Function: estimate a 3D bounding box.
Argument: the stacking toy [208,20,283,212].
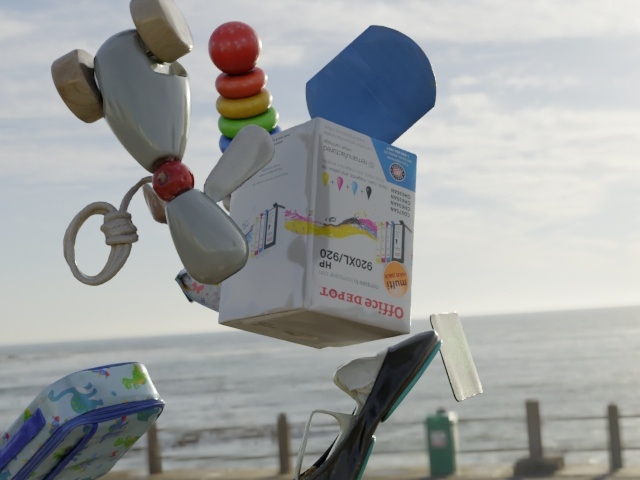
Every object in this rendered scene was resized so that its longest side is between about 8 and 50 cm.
[{"bbox_3d":[-0.128,-0.210,1.862,0.141,0.330,0.141,-8,28,4],"label":"stacking toy"}]

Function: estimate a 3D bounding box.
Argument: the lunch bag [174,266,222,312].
[{"bbox_3d":[-0.158,0.064,1.513,0.083,0.053,0.071,26,8,-1],"label":"lunch bag"}]

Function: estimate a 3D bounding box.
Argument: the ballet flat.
[{"bbox_3d":[0.043,0.209,1.313,0.096,0.280,0.095,32,-15,0],"label":"ballet flat"}]

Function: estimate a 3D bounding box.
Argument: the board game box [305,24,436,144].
[{"bbox_3d":[0.066,-0.191,1.414,0.169,0.133,0.033,-42,9,5],"label":"board game box"}]

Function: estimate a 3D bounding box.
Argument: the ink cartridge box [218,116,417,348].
[{"bbox_3d":[0.000,0.000,1.328,0.171,0.232,0.168,17,-21,-38],"label":"ink cartridge box"}]

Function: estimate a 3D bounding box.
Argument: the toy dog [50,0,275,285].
[{"bbox_3d":[-0.166,-0.107,1.221,0.220,0.333,0.161,-9,-7,20],"label":"toy dog"}]

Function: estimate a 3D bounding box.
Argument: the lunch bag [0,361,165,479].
[{"bbox_3d":[-0.322,0.252,1.418,0.219,0.090,0.176,-45,-25,29],"label":"lunch bag"}]

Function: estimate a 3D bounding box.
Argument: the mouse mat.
[{"bbox_3d":[0.235,0.197,1.884,0.007,0.152,0.190,-20,-9,19],"label":"mouse mat"}]
